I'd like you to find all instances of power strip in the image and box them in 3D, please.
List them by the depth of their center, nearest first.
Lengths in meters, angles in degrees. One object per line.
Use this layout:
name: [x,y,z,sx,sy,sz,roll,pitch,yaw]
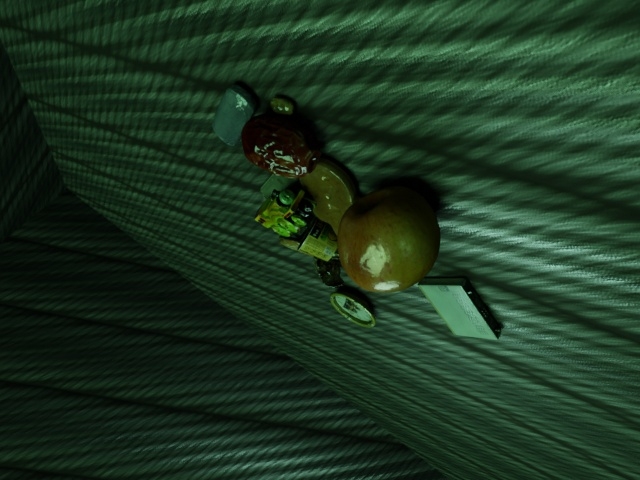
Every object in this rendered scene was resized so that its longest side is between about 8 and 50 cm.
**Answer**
power strip: [-0.140,-0.207,1.677,0.078,0.052,0.272,42,153,-8]

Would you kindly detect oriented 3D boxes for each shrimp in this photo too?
shrimp: [-0.041,0.023,1.851,0.287,0.063,0.152,13,172,31]

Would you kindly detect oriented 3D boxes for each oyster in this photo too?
oyster: [0.032,0.110,1.903,0.177,0.105,0.056,64,145,29]

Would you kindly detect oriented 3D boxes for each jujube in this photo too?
jujube: [-0.122,-0.281,1.422,0.250,0.174,0.174,29,151,22]

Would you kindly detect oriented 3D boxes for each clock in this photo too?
clock: [0.148,0.289,2.077,0.237,0.057,0.237,29,153,17]

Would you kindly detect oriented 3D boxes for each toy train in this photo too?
toy train: [-0.125,-0.101,1.660,0.160,0.101,0.296,33,158,-13]

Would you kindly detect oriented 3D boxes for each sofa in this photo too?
sofa: [-0.068,-0.059,1.804,0.039,0.060,0.118,33,152,-8]

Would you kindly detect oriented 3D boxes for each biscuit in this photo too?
biscuit: [0.061,-0.126,1.564,0.275,0.052,0.355,0,133,52]

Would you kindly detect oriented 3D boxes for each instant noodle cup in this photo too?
instant noodle cup: [0.000,0.000,1.731,0.122,0.152,0.151,33,153,-6]

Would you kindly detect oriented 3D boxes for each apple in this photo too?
apple: [0.187,-0.008,1.349,0.298,0.299,0.275,10,132,42]

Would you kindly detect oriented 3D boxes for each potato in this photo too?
potato: [-0.111,-0.389,1.383,0.083,0.040,0.051,23,154,28]

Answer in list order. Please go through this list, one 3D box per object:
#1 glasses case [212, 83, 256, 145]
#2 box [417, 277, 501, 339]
glasses case: [-0.282,-0.397,1.542,0.109,0.067,0.282,39,151,-8]
box: [0.474,0.228,1.617,0.270,0.045,0.210,50,150,-21]
